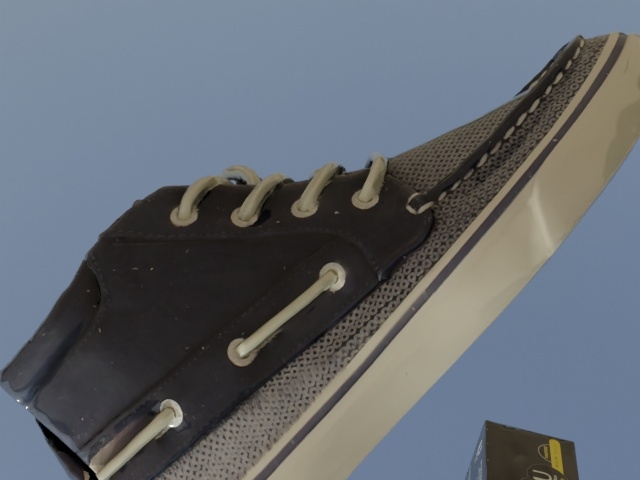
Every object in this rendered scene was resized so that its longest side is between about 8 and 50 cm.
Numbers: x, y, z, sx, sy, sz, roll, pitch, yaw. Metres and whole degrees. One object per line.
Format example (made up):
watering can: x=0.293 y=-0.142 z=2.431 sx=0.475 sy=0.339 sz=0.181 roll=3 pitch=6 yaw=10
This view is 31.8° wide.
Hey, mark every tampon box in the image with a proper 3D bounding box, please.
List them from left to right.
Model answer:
tampon box: x=0.199 y=0.293 z=1.171 sx=0.101 sy=0.161 sz=0.120 roll=14 pitch=-154 yaw=1

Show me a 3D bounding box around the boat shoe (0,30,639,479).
boat shoe: x=0.000 y=0.000 z=0.524 sx=0.158 sy=0.127 sz=0.340 roll=42 pitch=-92 yaw=2
